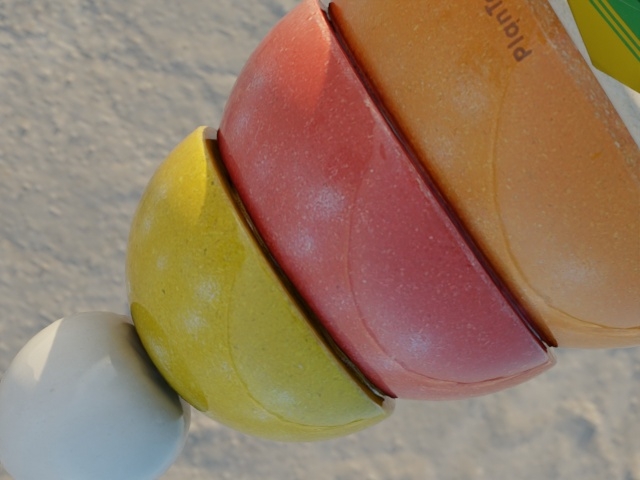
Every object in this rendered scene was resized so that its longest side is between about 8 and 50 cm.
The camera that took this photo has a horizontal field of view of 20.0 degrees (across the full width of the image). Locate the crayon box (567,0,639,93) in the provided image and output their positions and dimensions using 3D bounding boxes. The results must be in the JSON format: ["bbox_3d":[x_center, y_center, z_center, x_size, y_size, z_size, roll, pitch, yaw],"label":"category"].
[{"bbox_3d":[0.210,-0.247,0.648,0.363,0.106,0.313,-53,155,-6],"label":"crayon box"}]

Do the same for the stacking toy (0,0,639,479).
[{"bbox_3d":[0.000,0.000,1.101,0.480,0.350,0.350,-31,142,8],"label":"stacking toy"}]
